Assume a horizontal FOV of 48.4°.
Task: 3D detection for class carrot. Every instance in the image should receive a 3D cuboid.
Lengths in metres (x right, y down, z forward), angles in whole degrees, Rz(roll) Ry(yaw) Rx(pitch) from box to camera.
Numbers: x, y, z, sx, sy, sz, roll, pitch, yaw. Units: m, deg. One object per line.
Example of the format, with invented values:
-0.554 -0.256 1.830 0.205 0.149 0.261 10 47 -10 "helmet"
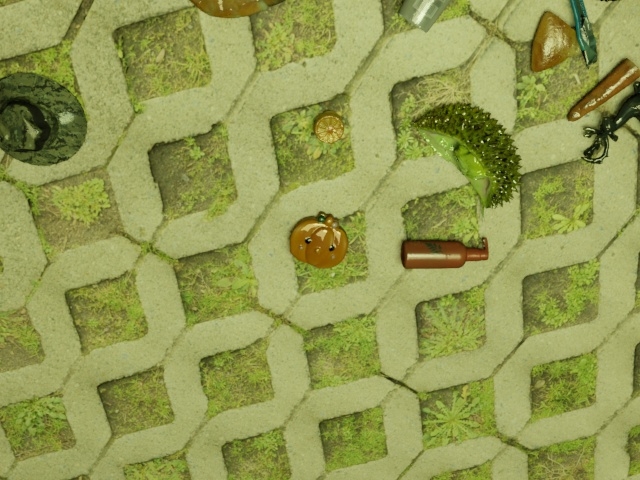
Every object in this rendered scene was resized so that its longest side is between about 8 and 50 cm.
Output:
0.728 -0.380 1.848 0.210 0.061 0.061 -41 110 19 "carrot"

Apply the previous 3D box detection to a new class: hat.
-0.734 -0.288 1.780 0.266 0.128 0.265 0 112 0 "hat"

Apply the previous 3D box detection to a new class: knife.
0.629 -0.567 1.742 0.044 0.026 0.296 -23 103 -6 "knife"

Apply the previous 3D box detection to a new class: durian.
0.416 -0.227 1.892 0.170 0.157 0.355 -20 120 46 "durian"

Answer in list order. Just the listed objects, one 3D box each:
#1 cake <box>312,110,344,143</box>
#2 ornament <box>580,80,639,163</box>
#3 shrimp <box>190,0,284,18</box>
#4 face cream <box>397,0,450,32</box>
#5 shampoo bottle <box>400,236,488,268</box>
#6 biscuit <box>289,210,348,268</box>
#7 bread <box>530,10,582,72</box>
0.021 -0.294 1.855 0.084 0.044 0.084 -1 116 -3 "cake"
0.803 -0.276 1.882 0.202 0.080 0.236 36 108 -28 "ornament"
-0.124 -0.681 1.659 0.445 0.085 0.272 -12 110 7 "shrimp"
0.296 -0.633 1.696 0.107 0.073 0.269 27 111 -19 "face cream"
0.351 0.038 2.006 0.244 0.085 0.085 -2 115 -4 "shampoo bottle"
0.000 0.002 1.988 0.170 0.050 0.170 -1 115 -3 "biscuit"
0.588 -0.508 1.781 0.154 0.054 0.135 -23 111 5 "bread"
